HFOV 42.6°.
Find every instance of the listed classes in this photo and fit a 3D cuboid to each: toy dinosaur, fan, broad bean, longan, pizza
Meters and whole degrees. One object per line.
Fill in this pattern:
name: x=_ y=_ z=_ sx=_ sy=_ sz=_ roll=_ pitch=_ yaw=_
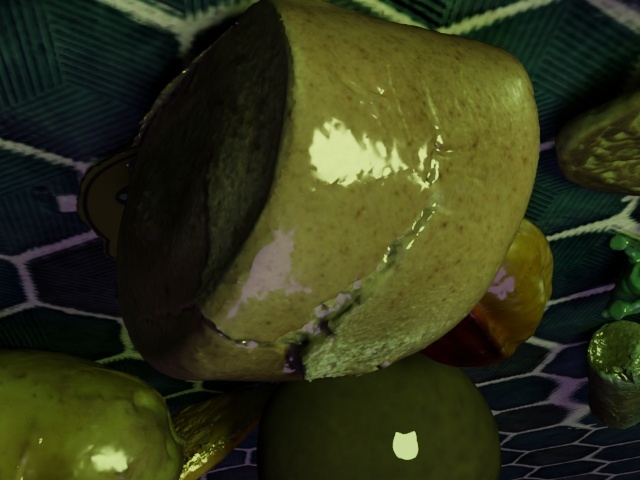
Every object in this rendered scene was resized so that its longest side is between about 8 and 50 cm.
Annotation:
toy dinosaur: x=0.365 y=0.012 z=0.811 sx=0.120 sy=0.079 sz=0.292 roll=-5 pitch=153 yaw=-13
fan: x=-0.064 y=-0.038 z=0.698 sx=0.335 sy=0.011 sz=0.229 roll=-22 pitch=147 yaw=27
broad bean: x=0.135 y=0.038 z=0.768 sx=0.156 sy=0.122 sz=0.228 roll=15 pitch=149 yaw=15
longan: x=0.066 y=0.249 z=0.989 sx=0.297 sy=0.297 sz=0.297 roll=-5 pitch=152 yaw=-2
pizza: x=-0.144 y=0.269 z=1.129 sx=0.204 sy=0.080 sz=0.188 roll=-31 pitch=-168 yaw=-22

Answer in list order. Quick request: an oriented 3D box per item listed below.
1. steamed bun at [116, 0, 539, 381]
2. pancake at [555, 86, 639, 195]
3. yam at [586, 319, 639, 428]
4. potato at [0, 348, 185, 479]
steamed bun: x=0.000 y=0.000 z=0.563 sx=0.252 sy=0.199 sz=0.301 roll=14 pitch=141 yaw=-27
pancake: x=0.306 y=-0.069 z=0.632 sx=0.250 sy=0.031 sz=0.250 roll=7 pitch=167 yaw=2
yam: x=0.415 y=0.188 z=1.134 sx=0.093 sy=0.093 sz=0.259 roll=-13 pitch=151 yaw=13
potato: x=-0.295 y=0.249 z=0.964 sx=0.237 sy=0.289 sz=0.300 roll=-6 pitch=111 yaw=-30
